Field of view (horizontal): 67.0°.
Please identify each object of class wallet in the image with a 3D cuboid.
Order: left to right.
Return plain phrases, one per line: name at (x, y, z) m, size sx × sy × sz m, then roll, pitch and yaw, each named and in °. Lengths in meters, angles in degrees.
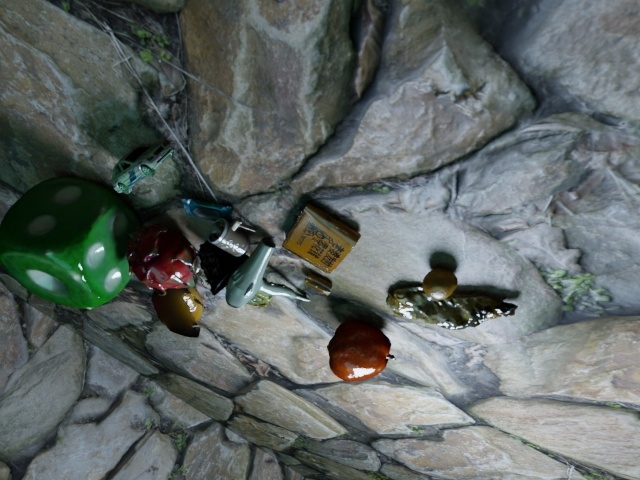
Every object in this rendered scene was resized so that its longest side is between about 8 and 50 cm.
wallet at (0.000, 0.003, 1.223) m, size 0.161 × 0.042 × 0.195 m, roll 29°, pitch 144°, yaw -6°

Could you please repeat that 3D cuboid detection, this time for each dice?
dice at (-0.731, 0.007, 1.443) m, size 0.287 × 0.300 × 0.297 m, roll 10°, pitch 141°, yaw 14°

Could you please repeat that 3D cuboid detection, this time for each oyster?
oyster at (0.322, 0.172, 1.234) m, size 0.345 × 0.079 × 0.129 m, roll -1°, pitch 129°, yaw 35°

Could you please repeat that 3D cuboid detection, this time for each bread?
bread at (-0.226, 0.158, 1.534) m, size 0.156 × 0.064 × 0.117 m, roll 13°, pitch 144°, yaw 17°
bread at (-0.007, 0.126, 1.389) m, size 0.083 × 0.036 × 0.047 m, roll 30°, pitch 147°, yaw -3°

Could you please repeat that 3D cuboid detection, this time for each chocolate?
chocolate at (-0.305, 0.061, 1.413) m, size 0.133 × 0.156 × 0.156 m, roll 40°, pitch 144°, yaw 5°

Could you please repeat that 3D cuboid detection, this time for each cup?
cup at (-0.238, -0.017, 1.318) m, size 0.099 × 0.102 × 0.074 m, roll 36°, pitch -178°, yaw -40°

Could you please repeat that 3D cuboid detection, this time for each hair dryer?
hair dryer at (-0.130, 0.092, 1.388) m, size 0.267 × 0.092 × 0.229 m, roll -1°, pitch 127°, yaw -24°

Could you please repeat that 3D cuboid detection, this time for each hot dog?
hot dog at (-0.487, 0.202, 1.716) m, size 0.194 × 0.107 × 0.326 m, roll 15°, pitch 135°, yaw -3°

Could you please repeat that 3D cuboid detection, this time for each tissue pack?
tissue pack at (-0.302, -0.081, 1.308) m, size 0.138 × 0.028 × 0.085 m, roll 14°, pitch 148°, yaw 6°

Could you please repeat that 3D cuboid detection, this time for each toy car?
toy car at (-0.453, -0.188, 1.207) m, size 0.224 × 0.090 × 0.076 m, roll -19°, pitch 120°, yaw 44°

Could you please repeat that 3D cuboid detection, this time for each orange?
orange at (0.287, 0.103, 1.159) m, size 0.085 × 0.085 × 0.085 m, roll 16°, pitch 144°, yaw 12°

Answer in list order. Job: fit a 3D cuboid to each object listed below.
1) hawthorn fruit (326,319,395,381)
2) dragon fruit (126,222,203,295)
hawthorn fruit at (0.128, 0.335, 1.460) m, size 0.202 × 0.185 × 0.185 m, roll 4°, pitch 140°, yaw 20°
dragon fruit at (-0.461, 0.065, 1.449) m, size 0.274 × 0.192 × 0.193 m, roll 41°, pitch 162°, yaw -20°
